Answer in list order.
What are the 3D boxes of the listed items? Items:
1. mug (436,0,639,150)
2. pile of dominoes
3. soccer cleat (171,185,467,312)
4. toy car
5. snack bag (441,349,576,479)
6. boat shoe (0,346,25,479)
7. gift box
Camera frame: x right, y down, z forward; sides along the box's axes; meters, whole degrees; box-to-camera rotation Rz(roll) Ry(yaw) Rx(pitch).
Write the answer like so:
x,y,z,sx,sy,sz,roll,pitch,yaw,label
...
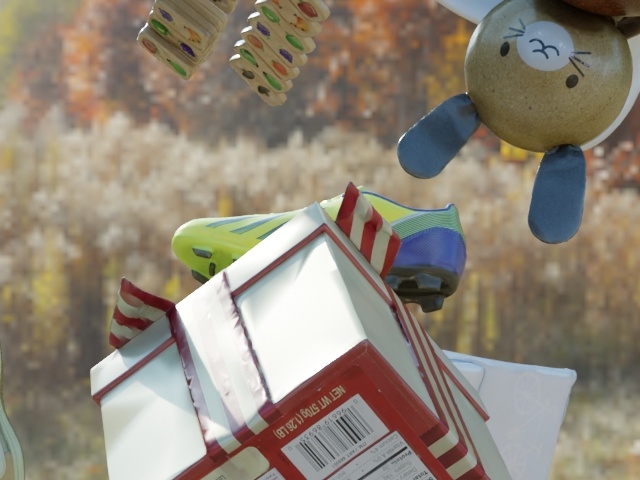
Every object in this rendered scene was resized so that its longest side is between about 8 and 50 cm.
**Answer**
x,y,z,sx,sy,sz,roll,pitch,yaw,label
0.199,-0.238,1.243,0.276,0.374,0.328,18,19,23,mug
-0.096,-0.199,1.553,0.196,0.040,0.251,39,-20,0,pile of dominoes
0.001,0.001,1.845,0.289,0.121,0.093,5,-28,7,soccer cleat
0.122,-0.101,0.970,0.155,0.188,0.149,28,-6,13,toy car
0.138,0.281,2.024,0.342,0.323,0.037,12,1,-42,snack bag
-0.228,0.120,1.205,0.056,0.153,0.048,0,8,44,boat shoe
-0.014,0.128,1.372,0.255,0.276,0.258,-32,24,5,gift box
